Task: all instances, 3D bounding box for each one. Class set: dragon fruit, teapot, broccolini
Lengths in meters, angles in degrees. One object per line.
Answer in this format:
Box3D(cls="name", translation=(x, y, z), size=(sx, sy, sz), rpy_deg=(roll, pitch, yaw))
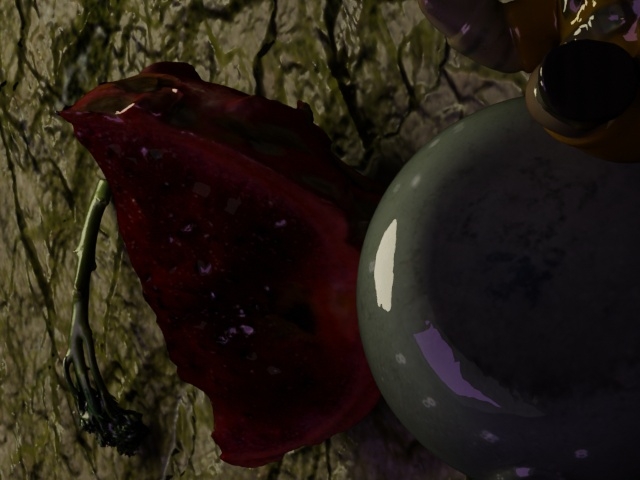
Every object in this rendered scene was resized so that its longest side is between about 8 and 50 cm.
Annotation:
Box3D(cls="dragon fruit", translation=(0.000, 0.000, 0.961), size=(0.212, 0.134, 0.262), rpy_deg=(4, 130, 29))
Box3D(cls="teapot", translation=(0.114, 0.028, 0.808), size=(0.193, 0.129, 0.294), rpy_deg=(4, 72, 7))
Box3D(cls="broccolini", translation=(-0.154, 0.055, 1.169), size=(0.054, 0.052, 0.194), rpy_deg=(3, 98, 42))

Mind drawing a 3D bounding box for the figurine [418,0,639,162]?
Box3D(cls="figurine", translation=(0.129, -0.163, 0.750), size=(0.192, 0.167, 0.256), rpy_deg=(-20, 72, 46))
